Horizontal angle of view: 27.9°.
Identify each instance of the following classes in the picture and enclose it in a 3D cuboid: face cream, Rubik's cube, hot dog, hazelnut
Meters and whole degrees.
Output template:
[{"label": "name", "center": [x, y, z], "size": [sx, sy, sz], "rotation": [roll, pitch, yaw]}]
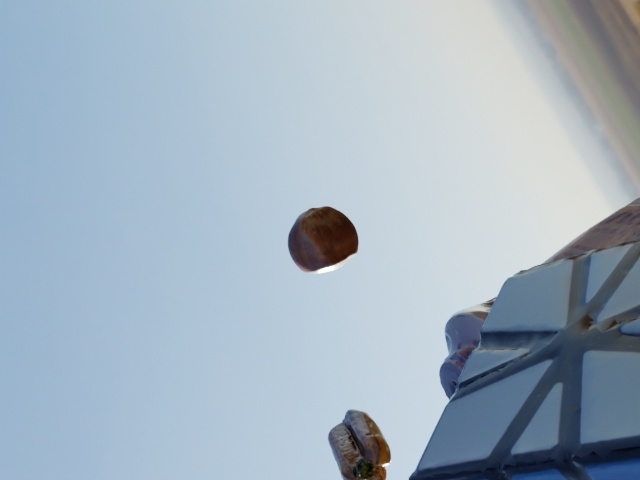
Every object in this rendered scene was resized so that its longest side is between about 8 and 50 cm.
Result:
[{"label": "face cream", "center": [0.310, 0.062, 1.482], "size": [0.234, 0.420, 0.137], "rotation": [6, 126, 62]}, {"label": "Rubik's cube", "center": [0.298, 0.177, 1.104], "size": [0.283, 0.288, 0.294], "rotation": [49, -134, -22]}, {"label": "hot dog", "center": [0.052, 0.264, 1.622], "size": [0.055, 0.072, 0.188], "rotation": [43, -177, -14]}, {"label": "hazelnut", "center": [0.000, 0.000, 1.556], "size": [0.086, 0.086, 0.086], "rotation": [56, -168, -18]}]
